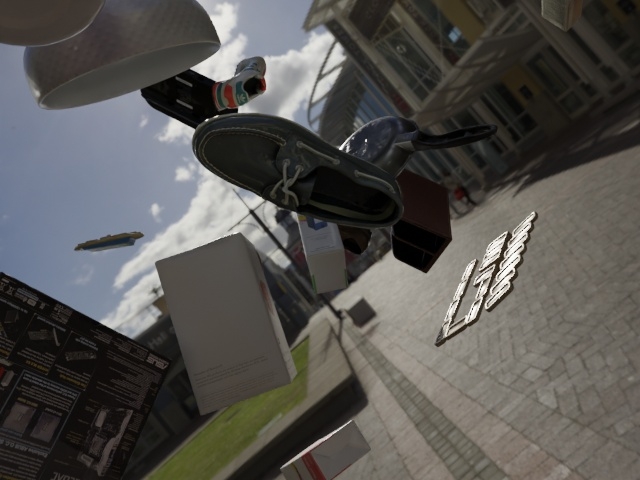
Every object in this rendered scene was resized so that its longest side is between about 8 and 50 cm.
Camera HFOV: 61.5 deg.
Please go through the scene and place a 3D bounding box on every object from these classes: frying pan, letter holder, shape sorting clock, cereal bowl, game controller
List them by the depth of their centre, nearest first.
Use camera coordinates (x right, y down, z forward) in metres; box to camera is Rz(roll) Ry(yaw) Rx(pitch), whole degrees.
[{"bbox_3d":[0.120,-0.139,0.919,0.197,0.053,0.326,-53,30,-7],"label":"frying pan"},{"bbox_3d":[-0.354,-0.351,0.940,0.338,0.141,0.339,-21,12,5],"label":"cereal bowl"},{"bbox_3d":[-0.359,-0.389,1.460,0.067,0.319,0.167,-47,-20,-49],"label":"game controller"},{"bbox_3d":[-0.646,0.002,1.648,0.206,0.041,0.206,-10,-2,0],"label":"shape sorting clock"},{"bbox_3d":[0.280,-0.079,1.709,0.302,0.214,0.152,-76,13,-53],"label":"letter holder"}]

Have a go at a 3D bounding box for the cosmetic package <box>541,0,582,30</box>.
[{"bbox_3d":[0.426,-0.427,0.947,0.041,0.060,0.115,-47,-22,8],"label":"cosmetic package"}]

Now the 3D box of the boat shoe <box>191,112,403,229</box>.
[{"bbox_3d":[-0.024,-0.093,0.760,0.099,0.319,0.116,-108,38,-65],"label":"boat shoe"}]

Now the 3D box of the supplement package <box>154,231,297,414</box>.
[{"bbox_3d":[-0.176,0.157,1.050,0.175,0.293,0.177,-20,-8,-1],"label":"supplement package"}]

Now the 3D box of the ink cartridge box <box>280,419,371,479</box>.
[{"bbox_3d":[-0.001,0.428,1.041,0.115,0.067,0.198,-22,-20,-37],"label":"ink cartridge box"}]

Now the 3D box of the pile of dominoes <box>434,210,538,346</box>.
[{"bbox_3d":[0.312,0.075,0.968,0.251,0.040,0.196,-53,2,-41],"label":"pile of dominoes"}]

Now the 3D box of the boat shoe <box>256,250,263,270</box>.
[{"bbox_3d":[-0.239,0.060,1.509,0.095,0.095,0.257,-21,16,-20],"label":"boat shoe"}]

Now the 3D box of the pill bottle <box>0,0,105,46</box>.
[{"bbox_3d":[-0.346,-0.385,0.582,0.181,0.323,0.182,-17,-23,-7],"label":"pill bottle"}]

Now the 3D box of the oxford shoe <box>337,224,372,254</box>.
[{"bbox_3d":[0.038,-0.034,1.516,0.083,0.227,0.096,-52,13,51],"label":"oxford shoe"}]

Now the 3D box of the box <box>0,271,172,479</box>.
[{"bbox_3d":[-0.393,0.224,0.774,0.076,0.307,0.243,-7,54,41],"label":"box"}]

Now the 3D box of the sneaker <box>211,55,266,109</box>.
[{"bbox_3d":[-0.116,-0.268,0.916,0.075,0.057,0.161,6,38,24],"label":"sneaker"}]

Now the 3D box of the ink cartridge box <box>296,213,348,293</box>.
[{"bbox_3d":[0.000,0.000,1.335,0.093,0.213,0.154,-11,-41,-1],"label":"ink cartridge box"}]
